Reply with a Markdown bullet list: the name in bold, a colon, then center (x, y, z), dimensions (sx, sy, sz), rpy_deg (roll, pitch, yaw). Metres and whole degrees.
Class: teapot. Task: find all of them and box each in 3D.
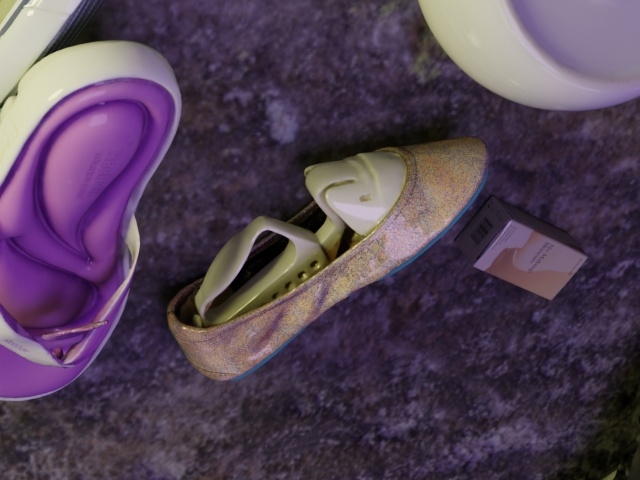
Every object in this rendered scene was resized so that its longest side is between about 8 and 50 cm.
- **teapot**: center (0.156, -0.214, 1.187), dimensions (0.252, 0.187, 0.256), rpy_deg (-36, 110, -22)

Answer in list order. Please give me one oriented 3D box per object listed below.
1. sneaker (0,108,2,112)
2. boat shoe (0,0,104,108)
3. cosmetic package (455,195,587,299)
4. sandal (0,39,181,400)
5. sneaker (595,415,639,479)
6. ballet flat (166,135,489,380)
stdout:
- **sneaker**: center (-0.263, -0.070, 1.151), dimensions (0.162, 0.073, 0.063), rpy_deg (-5, 128, -24)
- **boat shoe**: center (-0.167, -0.227, 1.071), dimensions (0.094, 0.109, 0.302), rpy_deg (35, 112, -3)
- **cosmetic package**: center (0.188, 0.008, 1.475), dimensions (0.115, 0.041, 0.060), rpy_deg (21, 114, -38)
- **sandal**: center (-0.201, 0.023, 1.183), dimensions (0.169, 0.102, 0.416), rpy_deg (-9, 145, -25)
- **sneaker**: center (0.394, 0.198, 1.680), dimensions (0.483, 0.185, 0.202), rpy_deg (-44, 115, 7)
- **ballet flat**: center (0.000, 0.000, 1.331), dimensions (0.316, 0.107, 0.106), rpy_deg (-40, 127, 6)
